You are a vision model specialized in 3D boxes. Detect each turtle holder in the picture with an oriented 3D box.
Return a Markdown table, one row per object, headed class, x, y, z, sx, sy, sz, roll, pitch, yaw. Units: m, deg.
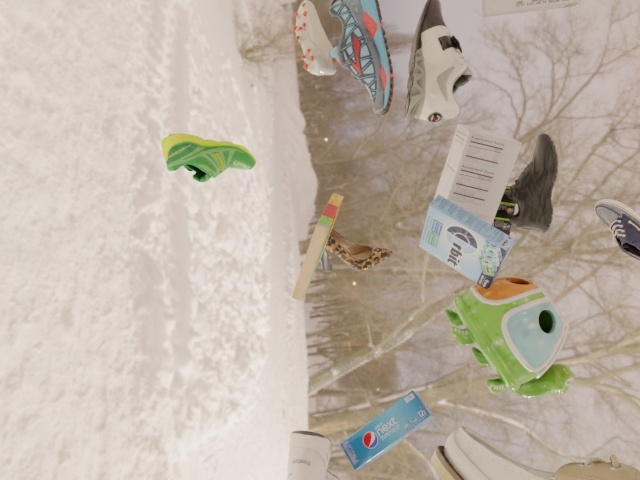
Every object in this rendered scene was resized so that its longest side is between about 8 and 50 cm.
| class | x | y | z | sx | sy | sz | roll | pitch | yaw |
| --- | --- | --- | --- | --- | --- | --- | --- | --- | --- |
| turtle holder | 0.464 | 0.234 | 1.188 | 0.320 | 0.227 | 0.243 | 60 | 12 | 19 |

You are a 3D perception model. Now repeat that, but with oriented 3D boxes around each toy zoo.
| class | x | y | z | sx | sy | sz | roll | pitch | yaw |
| --- | --- | --- | --- | --- | --- | --- | --- | --- | --- |
| toy zoo | 0.000 | 0.000 | 1.235 | 0.293 | 0.030 | 0.192 | -65 | 176 | -66 |

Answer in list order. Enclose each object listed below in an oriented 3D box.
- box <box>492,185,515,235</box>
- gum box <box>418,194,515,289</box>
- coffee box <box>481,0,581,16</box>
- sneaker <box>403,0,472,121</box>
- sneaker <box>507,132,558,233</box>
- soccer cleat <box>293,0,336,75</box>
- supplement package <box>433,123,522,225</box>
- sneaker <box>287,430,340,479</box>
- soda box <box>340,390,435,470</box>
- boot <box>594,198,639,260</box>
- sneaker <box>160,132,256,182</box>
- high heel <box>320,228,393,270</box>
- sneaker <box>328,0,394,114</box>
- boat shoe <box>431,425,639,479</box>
| class | x | y | z | sx | sy | sz | roll | pitch | yaw |
| --- | --- | --- | --- | --- | --- | --- | --- | --- | --- |
| box | 0.509 | -0.090 | 1.573 | 0.045 | 0.190 | 0.184 | -146 | -117 | -78 |
| gum box | 0.311 | 0.005 | 1.098 | 0.184 | 0.041 | 0.157 | 36 | -28 | 24 |
| coffee box | 0.429 | -0.540 | 0.950 | 0.297 | 0.168 | 0.119 | -51 | 136 | -37 |
| sneaker | 0.285 | -0.424 | 1.198 | 0.122 | 0.146 | 0.331 | 90 | 7 | -74 |
| sneaker | 0.610 | -0.164 | 1.452 | 0.109 | 0.130 | 0.286 | -21 | 116 | -66 |
| soccer cleat | -0.013 | -0.464 | 1.166 | 0.068 | 0.076 | 0.196 | -33 | -118 | 50 |
| supplement package | 0.391 | -0.158 | 1.293 | 0.139 | 0.133 | 0.244 | -84 | -172 | -69 |
| sneaker | -0.022 | 0.525 | 1.046 | 0.129 | 0.111 | 0.297 | -70 | 152 | -50 |
| soda box | 0.152 | 0.431 | 1.144 | 0.067 | 0.210 | 0.071 | 56 | 8 | 29 |
| boot | 0.755 | -0.029 | 1.258 | 0.190 | 0.086 | 0.069 | 44 | -26 | 35 |
| sneaker | -0.316 | -0.223 | 1.427 | 0.295 | 0.109 | 0.124 | 1 | 91 | -45 |
| high heel | 0.114 | 0.011 | 1.727 | 0.093 | 0.261 | 0.186 | -95 | 175 | -56 |
| sneaker | 0.084 | -0.393 | 1.081 | 0.104 | 0.125 | 0.262 | -47 | 124 | -78 |
| boat shoe | 0.216 | 0.212 | 0.361 | 0.113 | 0.103 | 0.302 | 29 | -3 | -38 |
